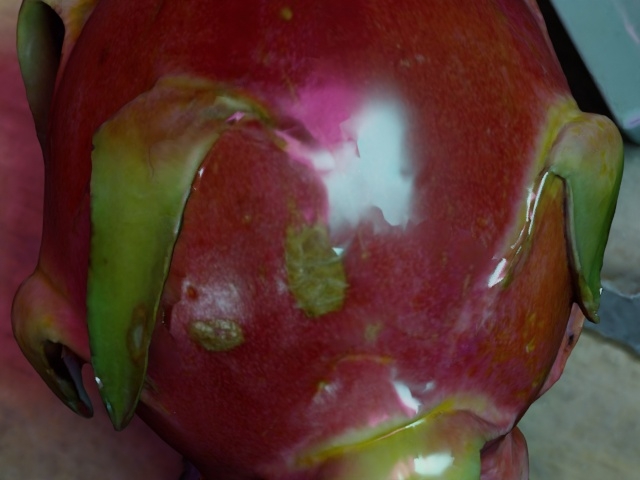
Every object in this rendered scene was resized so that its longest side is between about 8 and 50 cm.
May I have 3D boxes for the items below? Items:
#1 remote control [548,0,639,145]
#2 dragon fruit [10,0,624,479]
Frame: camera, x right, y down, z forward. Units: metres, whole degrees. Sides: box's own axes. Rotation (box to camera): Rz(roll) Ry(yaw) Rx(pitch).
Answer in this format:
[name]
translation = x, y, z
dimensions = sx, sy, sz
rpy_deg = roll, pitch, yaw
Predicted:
[remote control]
translation = 0.075, -0.198, 0.575
dimensions = 0.050, 0.145, 0.344
rpy_deg = -30, 80, 18
[dragon fruit]
translation = -0.002, -0.005, 0.493
dimensions = 0.224, 0.224, 0.227
rpy_deg = 3, 99, -3
